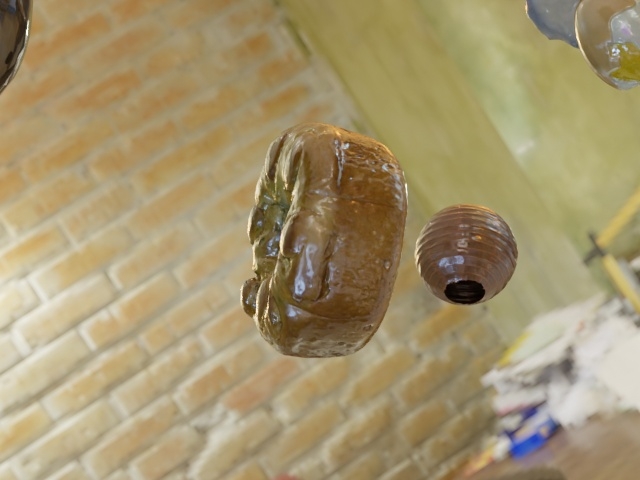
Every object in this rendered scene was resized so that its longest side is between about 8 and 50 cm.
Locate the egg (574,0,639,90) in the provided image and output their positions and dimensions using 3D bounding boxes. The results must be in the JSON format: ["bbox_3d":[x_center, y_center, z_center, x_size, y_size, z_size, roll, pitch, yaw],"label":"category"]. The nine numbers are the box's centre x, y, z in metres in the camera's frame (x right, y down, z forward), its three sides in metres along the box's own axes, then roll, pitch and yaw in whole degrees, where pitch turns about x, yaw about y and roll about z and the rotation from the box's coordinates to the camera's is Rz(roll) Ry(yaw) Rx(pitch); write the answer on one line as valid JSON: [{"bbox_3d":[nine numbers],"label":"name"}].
[{"bbox_3d":[0.234,-0.159,1.141,0.071,0.083,0.071,-42,4,4],"label":"egg"}]

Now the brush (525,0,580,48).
[{"bbox_3d":[0.241,-0.312,1.240,0.174,0.266,0.166,-5,24,38],"label":"brush"}]

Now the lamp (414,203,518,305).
[{"bbox_3d":[0.189,0.018,1.913,0.136,0.136,0.136,-33,2,1],"label":"lamp"}]

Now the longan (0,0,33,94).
[{"bbox_3d":[-0.402,-0.226,1.399,0.258,0.258,0.258,-33,2,1],"label":"longan"}]

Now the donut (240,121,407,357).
[{"bbox_3d":[0.000,0.001,1.367,0.114,0.226,0.226,10,-10,-14],"label":"donut"}]
